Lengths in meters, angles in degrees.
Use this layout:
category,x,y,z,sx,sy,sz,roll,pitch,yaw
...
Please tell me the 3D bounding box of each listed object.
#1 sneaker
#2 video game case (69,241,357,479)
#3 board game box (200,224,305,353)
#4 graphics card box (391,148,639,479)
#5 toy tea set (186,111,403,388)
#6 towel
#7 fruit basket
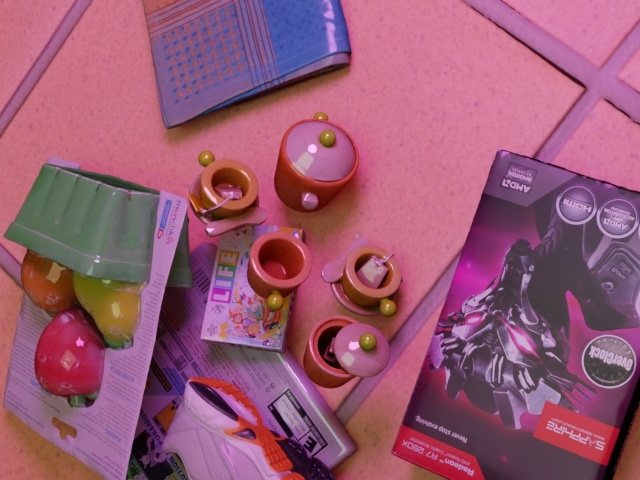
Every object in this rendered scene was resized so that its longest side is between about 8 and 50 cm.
category,x,y,z,sx,sy,sz,roll,pitch,yaw
sneaker,-0.083,0.282,1.363,0.262,0.099,0.121,41,109,28
video game case,-0.158,0.220,1.462,0.300,0.036,0.329,-41,72,15
board game box,-0.082,0.056,1.418,0.103,0.026,0.154,6,75,11
graphics card box,0.248,0.109,1.263,0.233,0.094,0.371,21,93,24
toy tea set,0.000,0.000,1.318,0.336,0.200,0.124,57,151,17
towel,-0.117,-0.355,1.496,0.271,0.040,0.370,-17,77,20
fruit basket,-0.285,0.090,1.445,0.327,0.165,0.353,17,102,48
